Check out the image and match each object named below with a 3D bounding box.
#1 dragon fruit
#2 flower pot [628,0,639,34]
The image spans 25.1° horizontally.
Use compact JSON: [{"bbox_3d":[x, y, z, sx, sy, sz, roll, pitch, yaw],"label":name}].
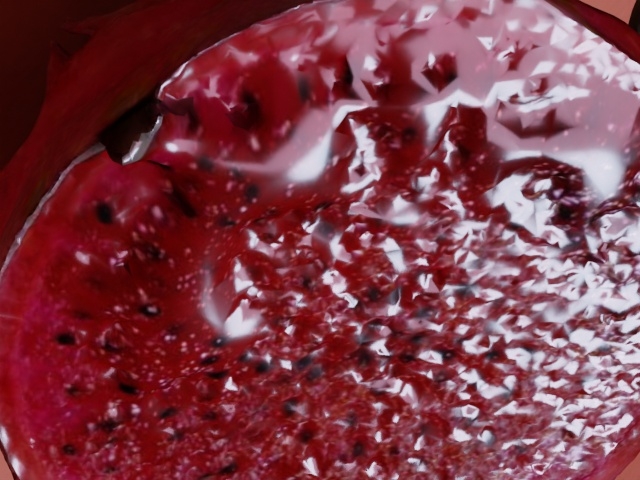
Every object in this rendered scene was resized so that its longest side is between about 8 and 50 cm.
[{"bbox_3d":[0.000,0.000,0.746,0.386,0.249,0.371,-35,124,9],"label":"dragon fruit"},{"bbox_3d":[0.248,-0.209,0.759,0.307,0.244,0.307,-6,152,-3],"label":"flower pot"}]
